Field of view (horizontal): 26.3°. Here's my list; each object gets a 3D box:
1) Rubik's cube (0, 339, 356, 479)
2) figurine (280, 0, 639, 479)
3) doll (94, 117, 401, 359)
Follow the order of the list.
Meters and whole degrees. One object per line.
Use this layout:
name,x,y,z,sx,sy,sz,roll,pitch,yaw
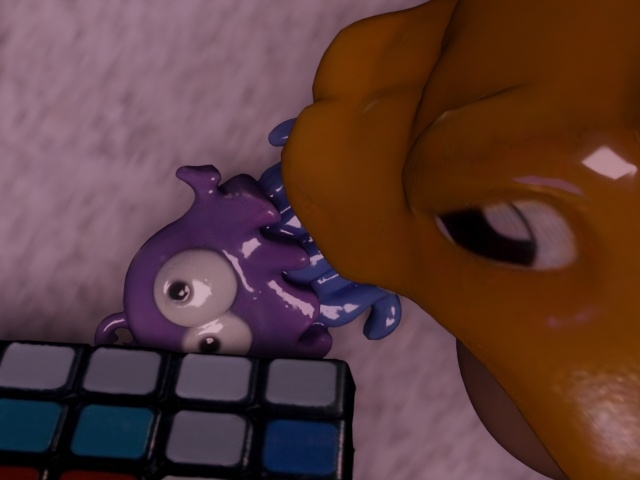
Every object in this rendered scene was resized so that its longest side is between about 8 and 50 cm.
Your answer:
Rubik's cube,-0.085,0.161,0.517,0.187,0.182,0.184,4,125,2
figurine,0.217,0.014,0.463,0.387,0.268,0.401,39,113,-23
doll,0.000,0.000,0.572,0.206,0.067,0.110,-27,107,-6
